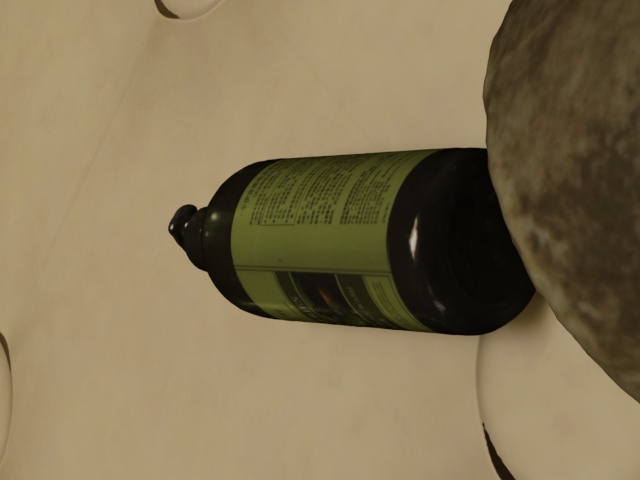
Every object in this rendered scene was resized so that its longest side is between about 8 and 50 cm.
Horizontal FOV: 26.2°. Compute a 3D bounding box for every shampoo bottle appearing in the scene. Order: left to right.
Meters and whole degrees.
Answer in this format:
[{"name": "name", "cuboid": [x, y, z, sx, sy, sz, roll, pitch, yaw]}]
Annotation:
[{"name": "shampoo bottle", "cuboid": [0.000, 0.000, 0.822, 0.284, 0.101, 0.101, 1, 86, 51]}]

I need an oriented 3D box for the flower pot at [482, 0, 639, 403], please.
[{"name": "flower pot", "cuboid": [0.231, -0.084, 0.427, 0.330, 0.293, 0.294, -36, 58, 51]}]
